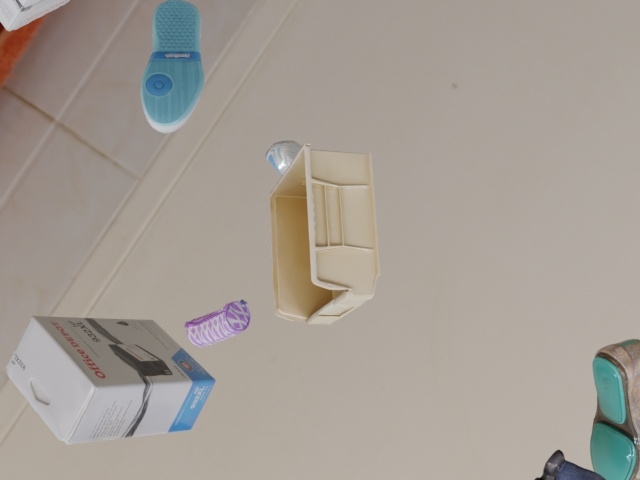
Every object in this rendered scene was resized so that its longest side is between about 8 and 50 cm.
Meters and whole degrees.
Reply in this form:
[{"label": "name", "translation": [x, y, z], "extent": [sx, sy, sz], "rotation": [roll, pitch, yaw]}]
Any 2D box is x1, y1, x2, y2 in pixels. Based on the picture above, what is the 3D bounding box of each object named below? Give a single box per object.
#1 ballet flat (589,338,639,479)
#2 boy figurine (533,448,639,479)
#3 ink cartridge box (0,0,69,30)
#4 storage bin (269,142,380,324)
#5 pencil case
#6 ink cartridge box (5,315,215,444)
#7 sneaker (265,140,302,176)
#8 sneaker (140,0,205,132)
[{"label": "ballet flat", "translation": [0.528, 0.297, 1.496], "extent": [0.107, 0.106, 0.316], "rotation": [36, 145, 46]}, {"label": "boy figurine", "translation": [0.445, 0.421, 1.278], "extent": [0.285, 0.177, 0.092], "rotation": [30, 162, 29]}, {"label": "ink cartridge box", "translation": [-0.349, -0.340, 1.105], "extent": [0.150, 0.109, 0.063], "rotation": [-24, 105, 51]}, {"label": "storage bin", "translation": [0.000, 0.000, 1.562], "extent": [0.123, 0.260, 0.262], "rotation": [2, 163, -17]}, {"label": "pencil case", "translation": [-0.268, 0.219, 2.289], "extent": [0.088, 0.086, 0.206], "rotation": [30, 143, -28]}, {"label": "ink cartridge box", "translation": [-0.388, 0.254, 1.648], "extent": [0.223, 0.129, 0.307], "rotation": [38, -164, 32]}, {"label": "sneaker", "translation": [-0.027, -0.142, 1.986], "extent": [0.237, 0.085, 0.086], "rotation": [42, 155, -29]}, {"label": "sneaker", "translation": [-0.300, -0.317, 1.827], "extent": [0.127, 0.319, 0.208], "rotation": [6, 151, -5]}]
